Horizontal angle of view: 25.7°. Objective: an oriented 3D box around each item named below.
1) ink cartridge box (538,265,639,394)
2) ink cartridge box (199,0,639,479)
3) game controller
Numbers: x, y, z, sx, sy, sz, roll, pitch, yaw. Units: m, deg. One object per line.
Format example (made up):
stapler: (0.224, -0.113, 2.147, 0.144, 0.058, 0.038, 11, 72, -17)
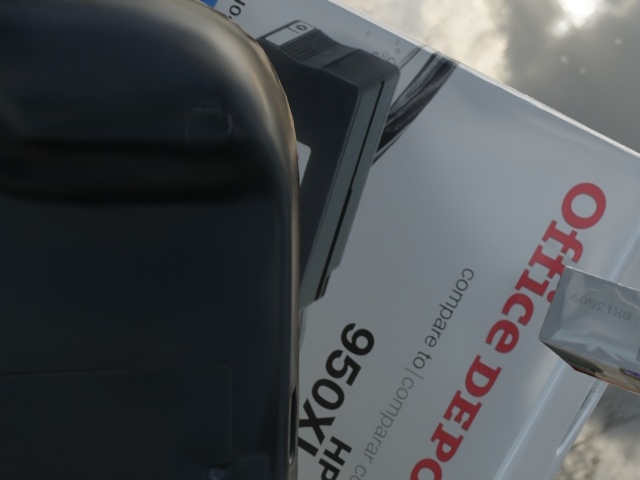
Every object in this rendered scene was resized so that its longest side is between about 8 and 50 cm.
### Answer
ink cartridge box: (0.119, 0.042, 0.494, 0.029, 0.063, 0.115, -68, 158, -6)
ink cartridge box: (0.000, 0.000, 0.911, 0.395, 0.285, 0.166, 30, 5, 20)
game controller: (-0.086, 0.096, 0.352, 0.166, 0.067, 0.319, -4, 103, -22)
